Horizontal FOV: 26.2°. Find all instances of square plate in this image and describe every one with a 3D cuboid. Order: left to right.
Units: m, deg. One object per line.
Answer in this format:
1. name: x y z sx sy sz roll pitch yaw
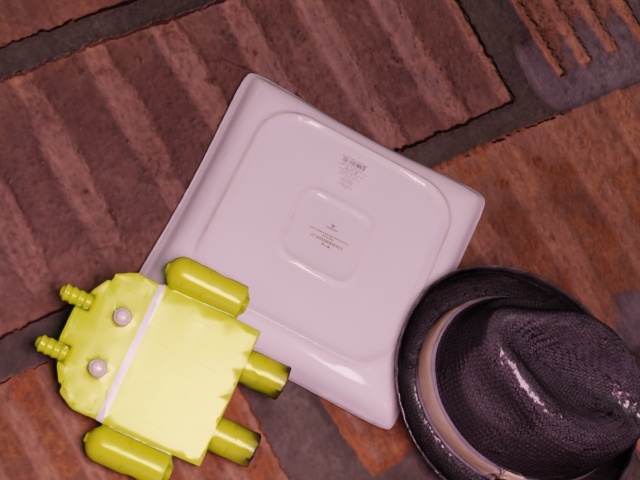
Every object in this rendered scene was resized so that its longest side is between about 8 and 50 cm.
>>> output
1. square plate: 0.000 0.000 1.653 0.347 0.049 0.344 28 65 -5

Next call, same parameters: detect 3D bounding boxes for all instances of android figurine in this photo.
1. android figurine: -0.178 0.140 1.525 0.273 0.056 0.248 28 78 -7

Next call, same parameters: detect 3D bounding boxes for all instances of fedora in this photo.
1. fedora: 0.259 0.163 1.587 0.334 0.152 0.334 8 71 -22
